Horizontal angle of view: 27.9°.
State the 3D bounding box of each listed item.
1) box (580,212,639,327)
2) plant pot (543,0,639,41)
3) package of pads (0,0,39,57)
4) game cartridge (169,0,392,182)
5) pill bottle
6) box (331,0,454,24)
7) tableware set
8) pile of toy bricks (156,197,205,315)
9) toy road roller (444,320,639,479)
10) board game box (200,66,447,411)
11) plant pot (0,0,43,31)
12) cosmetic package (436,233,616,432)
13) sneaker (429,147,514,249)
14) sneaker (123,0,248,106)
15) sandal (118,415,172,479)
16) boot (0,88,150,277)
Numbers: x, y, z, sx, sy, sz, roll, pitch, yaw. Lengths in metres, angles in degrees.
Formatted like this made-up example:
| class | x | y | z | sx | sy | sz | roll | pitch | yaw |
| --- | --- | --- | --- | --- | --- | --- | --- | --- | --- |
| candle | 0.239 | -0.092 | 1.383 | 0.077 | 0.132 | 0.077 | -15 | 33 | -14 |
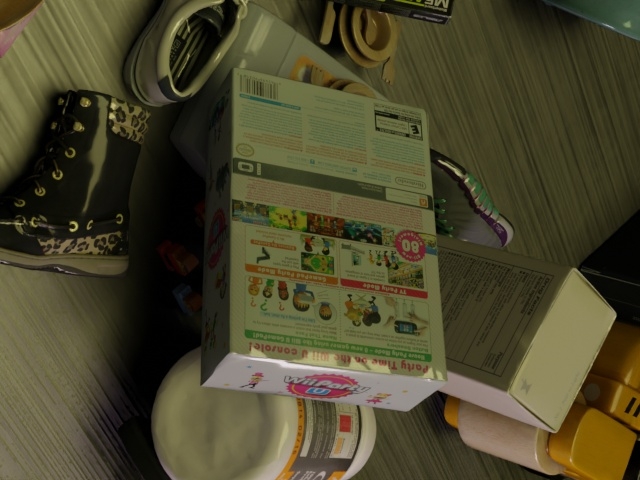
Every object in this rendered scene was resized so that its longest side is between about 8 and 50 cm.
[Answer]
| class | x | y | z | sx | sy | sz | roll | pitch | yaw |
| --- | --- | --- | --- | --- | --- | --- | --- | --- | --- |
| box | 0.593 | 0.169 | 1.882 | 0.212 | 0.293 | 0.395 | -38 | 122 | -27 |
| plant pot | 0.398 | -0.387 | 1.610 | 0.271 | 0.271 | 0.255 | 9 | 109 | -41 |
| package of pads | -0.296 | -0.216 | 1.199 | 0.050 | 0.032 | 0.083 | 44 | 72 | -38 |
| game cartridge | -0.023 | -0.110 | 1.447 | 0.297 | 0.062 | 0.198 | 30 | 77 | -41 |
| pill bottle | -0.048 | 0.198 | 1.384 | 0.278 | 0.162 | 0.162 | 23 | 85 | -64 |
| box | 0.065 | -0.341 | 1.388 | 0.190 | 0.045 | 0.184 | 11 | 89 | -3 |
| tableware set | 0.050 | -0.187 | 1.429 | 0.128 | 0.039 | 0.194 | 23 | 71 | -43 |
| pile of toy bricks | -0.081 | 0.061 | 1.404 | 0.118 | 0.105 | 0.212 | -42 | 124 | -25 |
| toy road roller | 0.348 | 0.206 | 1.744 | 0.329 | 0.202 | 0.241 | 29 | 79 | -46 |
| board game box | 0.000 | 0.000 | 1.272 | 0.224 | 0.097 | 0.303 | 10 | 61 | -21 |
| plant pot | -0.332 | -0.294 | 1.129 | 0.236 | 0.032 | 0.236 | -4 | 98 | -32 |
| cosmetic package | 0.161 | 0.090 | 1.481 | 0.113 | 0.309 | 0.160 | 41 | 74 | -40 |
| sneaker | 0.161 | -0.028 | 1.606 | 0.223 | 0.083 | 0.098 | 41 | 79 | -40 |
| sneaker | -0.106 | -0.249 | 1.313 | 0.094 | 0.091 | 0.258 | 28 | 82 | -41 |
| sandal | -0.111 | 0.369 | 1.432 | 0.107 | 0.167 | 0.446 | -34 | 125 | -1 |
| boot | -0.266 | -0.063 | 1.231 | 0.236 | 0.085 | 0.179 | 12 | 91 | -48 |
